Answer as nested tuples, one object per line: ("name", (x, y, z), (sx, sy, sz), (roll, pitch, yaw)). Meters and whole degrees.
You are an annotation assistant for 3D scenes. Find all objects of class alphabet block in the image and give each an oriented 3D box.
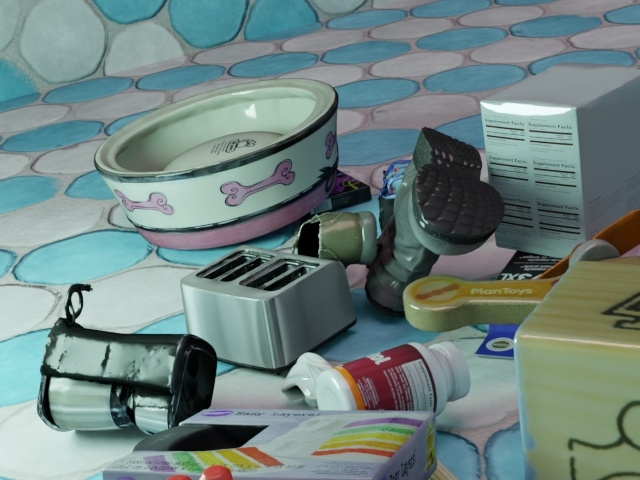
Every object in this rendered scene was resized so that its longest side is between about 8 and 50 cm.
("alphabet block", (0.314, 0.141, 1.244), (0.197, 0.192, 0.193), (5, 26, 29))

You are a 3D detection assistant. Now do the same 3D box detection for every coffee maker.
("coffee maker", (-0.218, 0.140, 1.479), (0.178, 0.171, 0.120), (1, 6, 20))

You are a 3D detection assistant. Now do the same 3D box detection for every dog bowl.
("dog bowl", (-0.153, -0.124, 2.123), (0.408, 0.150, 0.408), (-13, 22, 5))

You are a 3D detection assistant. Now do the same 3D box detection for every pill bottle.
("pill bottle", (0.079, 0.158, 1.386), (0.152, 0.086, 0.086), (-15, 22, -24))

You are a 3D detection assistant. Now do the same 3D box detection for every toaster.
("toaster", (-0.075, 0.087, 1.647), (0.168, 0.110, 0.186), (9, 27, 40))

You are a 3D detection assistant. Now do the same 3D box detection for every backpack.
("backpack", (0.165, -0.068, 1.953), (0.158, 0.117, 0.173), (-5, 18, 8))

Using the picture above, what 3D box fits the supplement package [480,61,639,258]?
("supplement package", (0.330, -0.108, 1.695), (0.149, 0.203, 0.194), (11, 28, 42))

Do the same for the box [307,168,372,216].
("box", (-0.002, -0.085, 2.179), (0.116, 0.029, 0.162), (-17, 21, -21))

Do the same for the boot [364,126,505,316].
("boot", (0.131, 0.009, 1.642), (0.118, 0.222, 0.338), (24, 21, -2))

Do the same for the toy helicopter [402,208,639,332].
("toy helicopter", (0.273, 0.058, 1.479), (0.355, 0.140, 0.235), (-1, 30, 10))

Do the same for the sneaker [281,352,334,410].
("sneaker", (0.020, 0.173, 1.481), (0.152, 0.053, 0.061), (7, 41, 42))

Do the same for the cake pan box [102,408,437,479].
("cake pan box", (-0.042, 0.216, 1.220), (0.267, 0.070, 0.246), (-2, 4, 19))

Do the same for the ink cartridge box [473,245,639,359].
("ink cartridge box", (0.331, 0.047, 1.666), (0.176, 0.069, 0.371), (2, 25, 25))

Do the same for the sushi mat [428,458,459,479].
("sushi mat", (0.068, 0.257, 1.275), (0.151, 0.019, 0.316), (-14, 21, -17))

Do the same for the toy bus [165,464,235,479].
("toy bus", (-0.045, 0.272, 1.013), (0.220, 0.211, 0.149), (-10, 19, -7))

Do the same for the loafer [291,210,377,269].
("loafer", (0.000, 0.000, 1.766), (0.087, 0.094, 0.251), (2, -9, -18))
